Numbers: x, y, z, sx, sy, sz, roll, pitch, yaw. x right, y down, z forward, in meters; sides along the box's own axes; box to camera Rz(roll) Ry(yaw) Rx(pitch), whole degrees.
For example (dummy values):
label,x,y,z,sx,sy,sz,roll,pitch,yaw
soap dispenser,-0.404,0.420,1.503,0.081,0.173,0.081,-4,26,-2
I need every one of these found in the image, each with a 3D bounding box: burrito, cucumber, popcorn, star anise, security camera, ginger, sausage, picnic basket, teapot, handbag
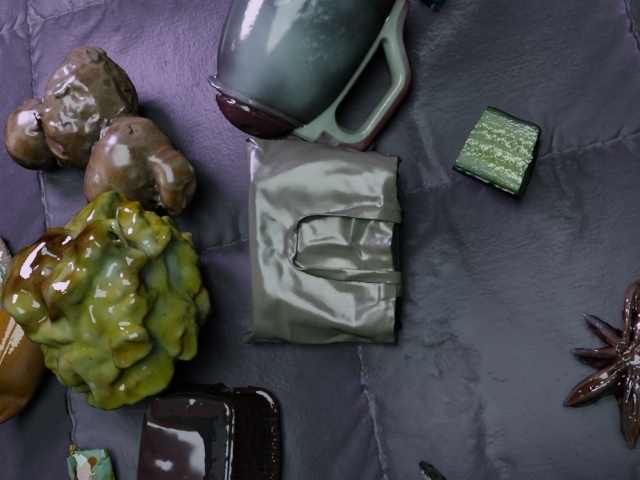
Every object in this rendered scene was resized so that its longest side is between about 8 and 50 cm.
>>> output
label,x,y,z,sx,sy,sz,roll,pitch,yaw
burrito,-0.328,0.450,1.433,0.104,0.054,0.288,-17,71,11
cucumber,0.270,-0.127,1.382,0.115,0.062,0.116,27,79,19
popcorn,-0.307,0.105,1.394,0.312,0.312,0.312,-4,76,16
star anise,0.437,0.160,1.251,0.229,0.093,0.236,-9,71,21
security camera,0.132,0.364,1.315,0.058,0.058,0.092,44,100,21
ginger,-0.354,-0.156,1.532,0.375,0.176,0.256,37,107,20
sausage,-0.486,0.165,1.518,0.112,0.112,0.328,19,83,20
picnic basket,-0.175,0.356,1.367,0.222,0.129,0.297,-1,78,16
teapot,-0.009,-0.289,1.446,0.314,0.233,0.312,26,94,-5
handbag,0.004,0.004,1.402,0.253,0.109,0.316,1,89,14
burrito,-0.542,0.060,1.599,0.045,0.041,0.186,-30,72,-1

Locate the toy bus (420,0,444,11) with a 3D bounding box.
label,x,y,z,sx,sy,sz,roll,pitch,yaw
toy bus,0.175,-0.403,1.466,0.038,0.083,0.046,39,88,22
